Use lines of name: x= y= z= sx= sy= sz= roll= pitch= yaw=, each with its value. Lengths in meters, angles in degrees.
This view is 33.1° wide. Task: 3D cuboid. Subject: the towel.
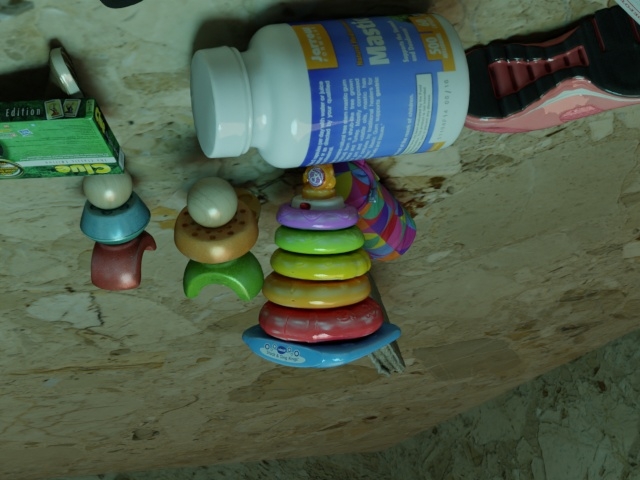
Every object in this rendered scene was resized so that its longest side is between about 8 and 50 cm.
towel: x=0.081 y=0.123 z=1.825 sx=0.049 sy=0.187 sz=0.282 roll=-22 pitch=157 yaw=4

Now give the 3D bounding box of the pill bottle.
pill bottle: x=0.006 y=-0.158 z=1.144 sx=0.271 sy=0.152 sz=0.152 roll=-8 pitch=157 yaw=-19

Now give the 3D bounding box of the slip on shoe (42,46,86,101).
slip on shoe: x=-0.267 y=-0.152 z=1.115 sx=0.041 sy=0.051 sz=0.135 roll=-19 pitch=166 yaw=-7

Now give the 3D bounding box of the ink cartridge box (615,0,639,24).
ink cartridge box: x=0.376 y=-0.264 z=1.134 sx=0.061 sy=0.104 sz=0.181 roll=-45 pitch=179 yaw=-13

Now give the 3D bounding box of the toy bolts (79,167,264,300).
toy bolts: x=-0.183 y=-0.044 z=1.346 sx=0.228 sy=0.218 sz=0.159 roll=0 pitch=129 yaw=5

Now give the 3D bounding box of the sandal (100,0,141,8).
sandal: x=-0.190 y=-0.247 z=0.944 sx=0.067 sy=0.040 sz=0.179 roll=-18 pitch=158 yaw=6

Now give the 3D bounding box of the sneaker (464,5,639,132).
sneaker: x=0.307 y=-0.201 z=1.335 sx=0.313 sy=0.116 sz=0.136 roll=-9 pitch=168 yaw=2

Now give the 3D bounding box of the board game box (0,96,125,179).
board game box: x=-0.348 y=-0.102 z=1.133 sx=0.259 sy=0.030 sz=0.136 roll=-2 pitch=156 yaw=2

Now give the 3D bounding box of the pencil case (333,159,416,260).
pencil case: x=0.064 y=-0.044 z=1.529 sx=0.104 sy=0.105 sz=0.236 roll=-20 pitch=158 yaw=12

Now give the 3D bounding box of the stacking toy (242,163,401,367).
stacking toy: x=0.000 y=0.000 z=1.379 sx=0.175 sy=0.302 sz=0.165 roll=9 pitch=-165 yaw=35
